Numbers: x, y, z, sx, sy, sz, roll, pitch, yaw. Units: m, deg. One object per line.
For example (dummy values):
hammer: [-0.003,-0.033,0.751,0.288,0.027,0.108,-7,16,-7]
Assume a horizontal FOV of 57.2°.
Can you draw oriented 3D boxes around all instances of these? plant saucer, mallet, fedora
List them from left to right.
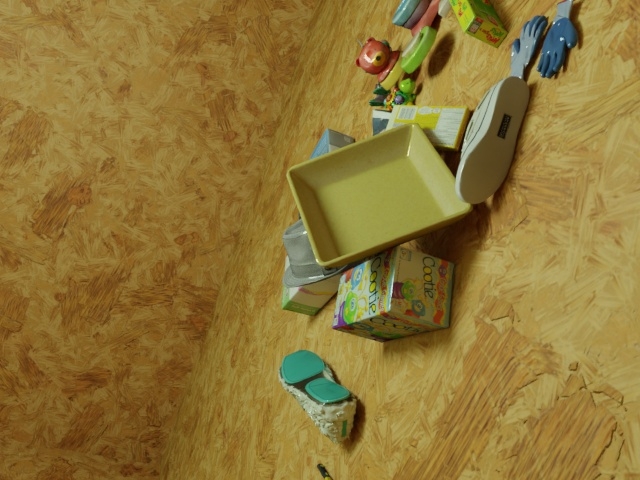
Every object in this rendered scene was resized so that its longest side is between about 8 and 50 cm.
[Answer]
fedora: [0.000,0.000,1.509,0.275,0.124,0.244,-16,23,24]
mallet: [0.010,0.578,1.422,0.189,0.062,0.039,2,74,71]
plant saucer: [0.120,-0.090,1.293,0.081,0.332,0.333,69,180,-45]

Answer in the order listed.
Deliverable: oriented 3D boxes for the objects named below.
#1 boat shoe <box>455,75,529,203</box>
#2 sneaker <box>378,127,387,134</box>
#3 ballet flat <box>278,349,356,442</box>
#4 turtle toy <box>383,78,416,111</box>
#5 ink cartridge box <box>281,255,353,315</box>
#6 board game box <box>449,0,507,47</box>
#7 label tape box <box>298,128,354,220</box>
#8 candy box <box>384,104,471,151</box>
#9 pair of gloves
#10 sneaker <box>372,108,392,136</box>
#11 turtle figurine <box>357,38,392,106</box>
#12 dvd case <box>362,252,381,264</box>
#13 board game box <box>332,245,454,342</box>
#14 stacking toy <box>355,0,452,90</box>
boat shoe: [0.329,-0.198,1.176,0.088,0.096,0.268,-171,99,-75]
sneaker: [0.218,-0.204,1.471,0.093,0.088,0.225,-46,55,27]
ballet flat: [-0.016,0.415,1.558,0.409,0.146,0.147,-156,84,-72]
turtle toy: [0.227,-0.402,1.676,0.130,0.066,0.095,-46,30,30]
ink cartridge box: [0.004,0.062,1.810,0.353,0.119,0.207,130,151,-48]
board game box: [0.364,-0.523,1.365,0.043,0.092,0.181,-56,25,38]
label tape box: [0.022,-0.170,1.987,0.348,0.115,0.249,-94,28,-42]
candy box: [0.249,-0.271,1.403,0.205,0.027,0.105,13,82,40]
pair of gloves: [0.435,-0.382,1.151,0.198,0.023,0.159,-172,97,-72]
sneaker: [0.213,-0.265,1.587,0.226,0.086,0.164,26,112,57]
turtle figurine: [0.183,-0.554,1.854,0.175,0.118,0.234,52,-145,-71]
dvd case: [0.138,0.057,1.605,0.087,0.013,0.120,-36,39,60]
board game box: [0.153,0.127,1.299,0.275,0.142,0.144,146,138,-62]
stacking toy: [0.235,-0.596,1.635,0.309,0.130,0.279,-62,13,1]
